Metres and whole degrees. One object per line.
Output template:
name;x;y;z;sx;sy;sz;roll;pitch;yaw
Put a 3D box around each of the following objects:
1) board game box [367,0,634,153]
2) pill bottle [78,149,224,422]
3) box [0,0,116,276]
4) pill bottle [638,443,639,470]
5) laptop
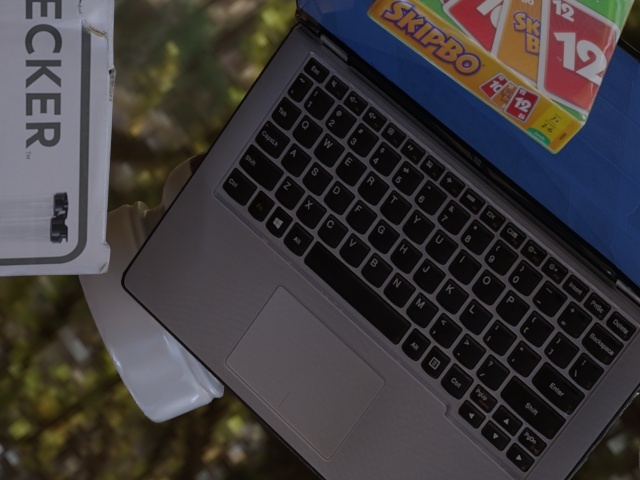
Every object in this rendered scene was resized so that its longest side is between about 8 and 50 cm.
board game box;0.121;-0.165;1.083;0.039;0.124;0.259;-48;-170;40
pill bottle;0.000;0.000;1.698;0.392;0.224;0.224;-23;-167;3
box;-0.113;-0.136;0.587;0.087;0.169;0.290;-1;-145;-10
pill bottle;0.253;0.133;1.155;0.067;0.120;0.067;-169;-90;-70
laptop;0.037;-0.016;1.318;0.408;0.382;0.236;-54;155;14
